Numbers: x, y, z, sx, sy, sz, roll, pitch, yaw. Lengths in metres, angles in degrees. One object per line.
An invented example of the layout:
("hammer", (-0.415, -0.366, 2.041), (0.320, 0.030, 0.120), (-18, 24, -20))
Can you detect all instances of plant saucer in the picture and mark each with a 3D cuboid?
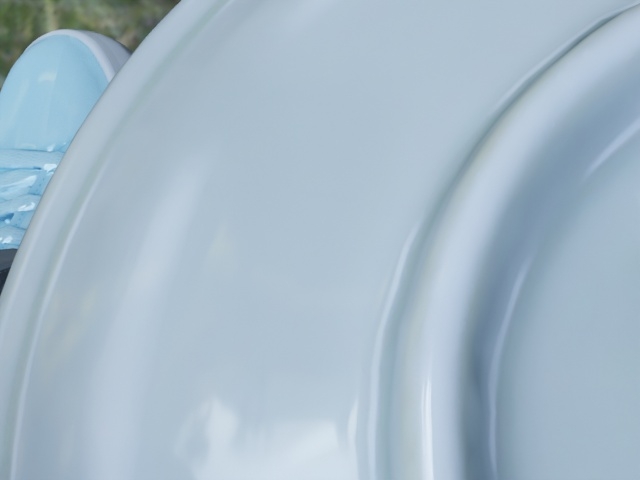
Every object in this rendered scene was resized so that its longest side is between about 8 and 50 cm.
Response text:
("plant saucer", (0.119, 0.052, 0.367), (0.400, 0.400, 0.100), (22, 162, 4))

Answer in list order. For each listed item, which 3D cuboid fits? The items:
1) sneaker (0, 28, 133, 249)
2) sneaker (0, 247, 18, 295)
("sneaker", (-0.177, 0.042, 0.916), (0.135, 0.366, 0.150), (-4, 161, 31))
("sneaker", (-0.104, 0.066, 0.738), (0.139, 0.341, 0.125), (38, 157, 45))
